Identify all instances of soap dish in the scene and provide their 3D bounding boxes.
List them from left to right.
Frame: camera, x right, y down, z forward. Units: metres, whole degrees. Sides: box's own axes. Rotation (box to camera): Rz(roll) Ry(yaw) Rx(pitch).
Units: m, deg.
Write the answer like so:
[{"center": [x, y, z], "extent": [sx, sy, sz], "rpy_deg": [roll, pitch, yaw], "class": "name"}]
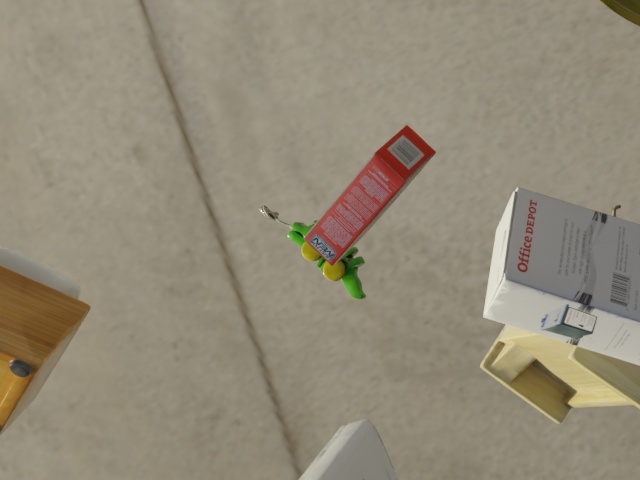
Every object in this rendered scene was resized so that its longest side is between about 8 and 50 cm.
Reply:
[{"center": [-0.410, 0.083, 1.591], "extent": [0.290, 0.118, 0.229], "rpy_deg": [25, 142, -12], "class": "soap dish"}]

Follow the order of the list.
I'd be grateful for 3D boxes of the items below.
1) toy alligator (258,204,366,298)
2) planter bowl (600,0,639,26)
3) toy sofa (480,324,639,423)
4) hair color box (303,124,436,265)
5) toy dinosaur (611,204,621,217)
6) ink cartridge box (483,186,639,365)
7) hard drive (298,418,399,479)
[{"center": [0.000, 0.000, 2.000], "extent": [0.189, 0.056, 0.051], "rpy_deg": [43, 103, 17], "class": "toy alligator"}, {"center": [0.216, -0.222, 0.808], "extent": [0.090, 0.217, 0.217], "rpy_deg": [-2, 110, 56], "class": "planter bowl"}, {"center": [0.365, 0.131, 2.015], "extent": [0.150, 0.177, 0.362], "rpy_deg": [36, 166, -7], "class": "toy sofa"}, {"center": [0.047, -0.043, 1.499], "extent": [0.043, 0.072, 0.141], "rpy_deg": [44, 132, 3], "class": "hair color box"}, {"center": [0.360, 0.017, 1.784], "extent": [0.183, 0.092, 0.053], "rpy_deg": [31, 147, 15], "class": "toy dinosaur"}, {"center": [0.286, 0.039, 1.682], "extent": [0.190, 0.140, 0.082], "rpy_deg": [16, 140, -2], "class": "ink cartridge box"}, {"center": [0.019, 0.297, 1.239], "extent": [0.040, 0.307, 0.203], "rpy_deg": [-19, 100, 25], "class": "hard drive"}]
